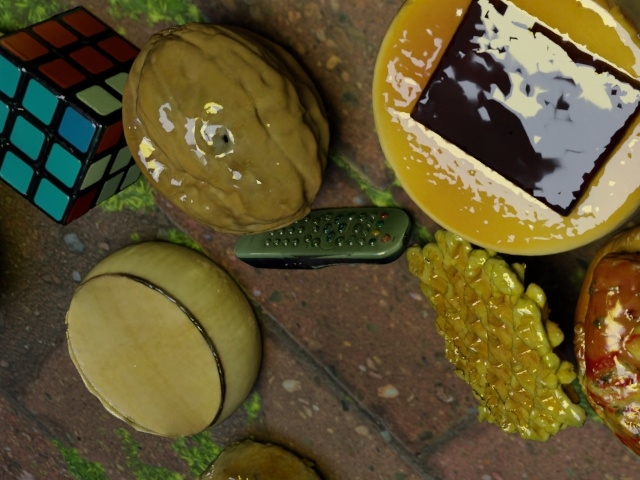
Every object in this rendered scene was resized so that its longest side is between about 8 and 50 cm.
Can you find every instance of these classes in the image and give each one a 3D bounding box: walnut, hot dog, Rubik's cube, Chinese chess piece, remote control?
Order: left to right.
[{"bbox_3d":[-0.282,-0.143,1.180,0.161,0.163,0.162,36,124,7],"label":"Rubik's cube"},{"bbox_3d":[-0.199,0.126,1.317,0.257,0.104,0.257,13,121,23],"label":"Chinese chess piece"},{"bbox_3d":[-0.094,-0.116,1.070,0.245,0.198,0.198,50,128,-5],"label":"walnut"},{"bbox_3d":[0.000,0.000,1.157,0.222,0.072,0.042,-3,136,34],"label":"remote control"},{"bbox_3d":[0.324,0.115,0.953,0.150,0.153,0.256,-19,96,56],"label":"hot dog"}]

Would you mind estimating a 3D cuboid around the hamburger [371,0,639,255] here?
[{"bbox_3d":[0.185,-0.132,0.908,0.300,0.176,0.300,13,118,25],"label":"hamburger"}]

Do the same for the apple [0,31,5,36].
[{"bbox_3d":[-0.492,-0.185,1.308,0.265,0.120,0.193,18,135,23],"label":"apple"}]

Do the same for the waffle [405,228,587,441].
[{"bbox_3d":[0.171,0.093,1.041,0.243,0.059,0.238,63,167,-10],"label":"waffle"}]

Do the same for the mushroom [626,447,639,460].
[{"bbox_3d":[0.346,0.201,1.064,0.085,0.079,0.085,12,121,20],"label":"mushroom"}]

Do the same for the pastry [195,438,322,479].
[{"bbox_3d":[-0.069,0.351,1.375,0.193,0.093,0.182,14,127,23],"label":"pastry"}]
